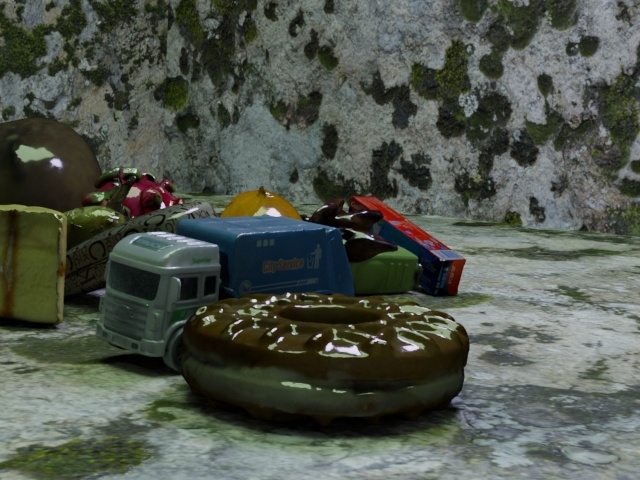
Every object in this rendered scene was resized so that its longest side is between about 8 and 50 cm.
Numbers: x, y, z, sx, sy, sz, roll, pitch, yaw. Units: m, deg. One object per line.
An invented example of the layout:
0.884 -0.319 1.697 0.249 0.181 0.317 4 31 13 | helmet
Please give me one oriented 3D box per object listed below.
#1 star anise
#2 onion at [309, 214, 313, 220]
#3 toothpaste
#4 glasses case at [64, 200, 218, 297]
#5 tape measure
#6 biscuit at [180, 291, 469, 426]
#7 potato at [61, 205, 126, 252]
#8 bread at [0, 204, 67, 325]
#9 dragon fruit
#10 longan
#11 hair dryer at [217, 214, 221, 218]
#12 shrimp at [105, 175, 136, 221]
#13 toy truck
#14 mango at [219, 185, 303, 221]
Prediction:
0.000 0.000 1.842 0.271 0.103 0.272 -16 36 12 | star anise
0.029 -0.003 2.322 0.227 0.120 0.283 7 5 -10 | onion
0.159 0.005 2.082 0.066 0.076 0.320 -1 25 -32 | toothpaste
-0.309 0.017 1.677 0.354 0.085 0.137 -21 3 36 | glasses case
0.060 0.044 1.974 0.199 0.106 0.175 -4 24 -34 | tape measure
0.004 0.125 1.181 0.331 0.103 0.332 3 7 0 | biscuit
-0.437 0.008 1.856 0.225 0.117 0.090 -20 11 12 | potato
-0.424 0.027 1.610 0.163 0.168 0.264 5 5 7 | bread
-0.381 -0.015 2.008 0.198 0.273 0.218 45 -3 6 | dragon fruit
-0.612 -0.113 2.253 0.318 0.319 0.319 3 6 0 | longan
-0.233 0.036 1.965 0.298 0.119 0.296 -14 -8 18 | hair dryer
-0.295 -0.058 1.908 0.195 0.148 0.035 -22 23 -13 | shrimp
-0.115 0.063 1.395 0.146 0.175 0.367 11 11 40 | toy truck
-0.086 0.017 1.689 0.159 0.191 0.290 -32 23 5 | mango
